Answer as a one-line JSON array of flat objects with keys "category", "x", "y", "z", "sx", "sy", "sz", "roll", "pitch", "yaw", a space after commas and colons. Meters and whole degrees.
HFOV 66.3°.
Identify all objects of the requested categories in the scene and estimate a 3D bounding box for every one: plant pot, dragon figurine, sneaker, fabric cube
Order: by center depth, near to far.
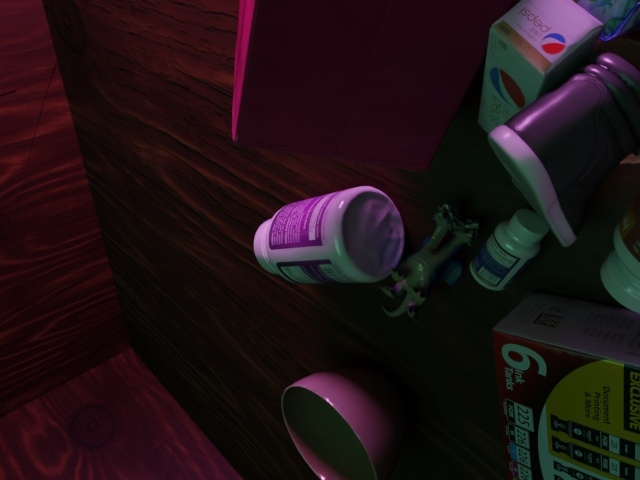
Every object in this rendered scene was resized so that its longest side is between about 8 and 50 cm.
[{"category": "sneaker", "x": 0.287, "y": -0.085, "z": 0.525, "sx": 0.147, "sy": 0.296, "sz": 0.104, "roll": -38, "pitch": 61, "yaw": 17}, {"category": "fabric cube", "x": 0.038, "y": -0.273, "z": 0.581, "sx": 0.258, "sy": 0.259, "sz": 0.254, "roll": 110, "pitch": 160, "yaw": -44}, {"category": "dragon figurine", "x": 0.181, "y": 0.052, "z": 0.826, "sx": 0.085, "sy": 0.144, "sz": 0.289, "roll": 43, "pitch": 159, "yaw": 22}, {"category": "plant pot", "x": 0.077, "y": 0.392, "z": 1.080, "sx": 0.284, "sy": 0.191, "sz": 0.284, "roll": 29, "pitch": 134, "yaw": 37}]

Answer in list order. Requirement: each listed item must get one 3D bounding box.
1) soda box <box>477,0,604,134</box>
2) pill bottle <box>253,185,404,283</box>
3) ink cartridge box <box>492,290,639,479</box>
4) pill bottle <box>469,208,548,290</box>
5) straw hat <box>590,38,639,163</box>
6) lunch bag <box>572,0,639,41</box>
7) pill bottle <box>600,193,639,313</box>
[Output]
[{"category": "soda box", "x": 0.227, "y": -0.171, "z": 0.538, "sx": 0.074, "sy": 0.069, "sz": 0.216, "roll": 52, "pitch": -176, "yaw": 18}, {"category": "pill bottle", "x": 0.000, "y": 0.000, "z": 0.944, "sx": 0.301, "sy": 0.169, "sz": 0.169, "roll": -7, "pitch": 107, "yaw": 52}, {"category": "ink cartridge box", "x": 0.397, "y": 0.252, "z": 0.657, "sx": 0.272, "sy": 0.130, "sz": 0.309, "roll": 8, "pitch": 118, "yaw": 47}, {"category": "pill bottle", "x": 0.272, "y": 0.013, "z": 0.707, "sx": 0.067, "sy": 0.067, "sz": 0.120, "roll": 45, "pitch": 140, "yaw": 22}, {"category": "straw hat", "x": 0.339, "y": -0.155, "z": 0.524, "sx": 0.144, "sy": 0.061, "sz": 0.144, "roll": 59, "pitch": 167, "yaw": 23}, {"category": "lunch bag", "x": 0.274, "y": -0.275, "z": 0.470, "sx": 0.151, "sy": 0.129, "sz": 0.096, "roll": 55, "pitch": 143, "yaw": 9}, {"category": "pill bottle", "x": 0.384, "y": -0.018, "z": 0.498, "sx": 0.121, "sy": 0.121, "sz": 0.216, "roll": 41, "pitch": 145, "yaw": 26}]
